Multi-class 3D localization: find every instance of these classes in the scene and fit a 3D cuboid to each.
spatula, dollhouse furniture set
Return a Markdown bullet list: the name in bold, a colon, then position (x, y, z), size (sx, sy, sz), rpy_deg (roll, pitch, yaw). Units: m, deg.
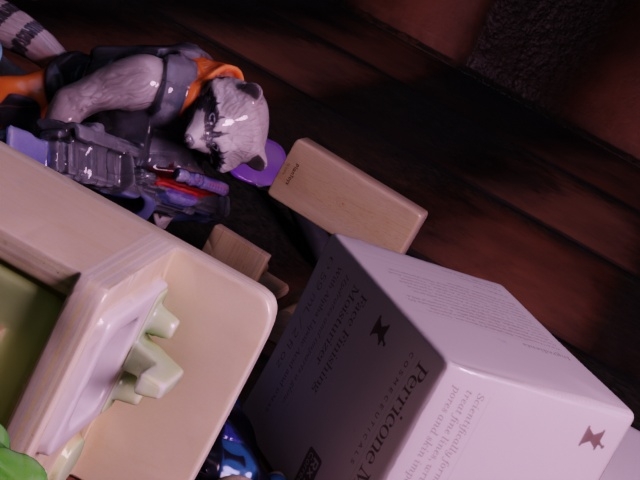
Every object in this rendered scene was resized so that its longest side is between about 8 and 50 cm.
- **spatula**: position (-0.035, -0.041, 1.604), size (0.084, 0.030, 0.296), rpy_deg (18, 18, -27)
- **dollhouse furniture set**: position (0.000, 0.000, 1.296), size (0.144, 0.151, 0.123), rpy_deg (32, 15, 10)

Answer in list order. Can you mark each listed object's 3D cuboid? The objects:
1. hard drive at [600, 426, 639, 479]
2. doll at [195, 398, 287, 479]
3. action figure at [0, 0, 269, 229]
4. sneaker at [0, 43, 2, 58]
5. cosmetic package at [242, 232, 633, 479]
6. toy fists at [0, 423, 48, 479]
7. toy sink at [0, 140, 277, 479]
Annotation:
- **hard drive**: position (0.332, 0.249, 1.229), size (0.353, 0.047, 0.233), rpy_deg (28, 15, 8)
- **doll**: position (-0.072, 0.118, 0.983), size (0.129, 0.046, 0.189), rpy_deg (29, 18, -29)
- **action figure**: position (-0.197, -0.115, 1.258), size (0.330, 0.179, 0.341), rpy_deg (11, -3, 15)
- **sneaker**: position (-0.352, -0.149, 1.089), size (0.319, 0.208, 0.127), rpy_deg (28, 17, 7)
- **cosmetic package**: position (0.069, 0.114, 1.030), size (0.151, 0.151, 0.184), rpy_deg (18, 16, -30)
- **toy fists**: position (-0.165, 0.152, 0.629), size (0.142, 0.096, 0.279), rpy_deg (7, 24, -28)
- **toy sink**: position (-0.166, 0.052, 0.843), size (0.234, 0.153, 0.131), rpy_deg (29, 15, 5)
